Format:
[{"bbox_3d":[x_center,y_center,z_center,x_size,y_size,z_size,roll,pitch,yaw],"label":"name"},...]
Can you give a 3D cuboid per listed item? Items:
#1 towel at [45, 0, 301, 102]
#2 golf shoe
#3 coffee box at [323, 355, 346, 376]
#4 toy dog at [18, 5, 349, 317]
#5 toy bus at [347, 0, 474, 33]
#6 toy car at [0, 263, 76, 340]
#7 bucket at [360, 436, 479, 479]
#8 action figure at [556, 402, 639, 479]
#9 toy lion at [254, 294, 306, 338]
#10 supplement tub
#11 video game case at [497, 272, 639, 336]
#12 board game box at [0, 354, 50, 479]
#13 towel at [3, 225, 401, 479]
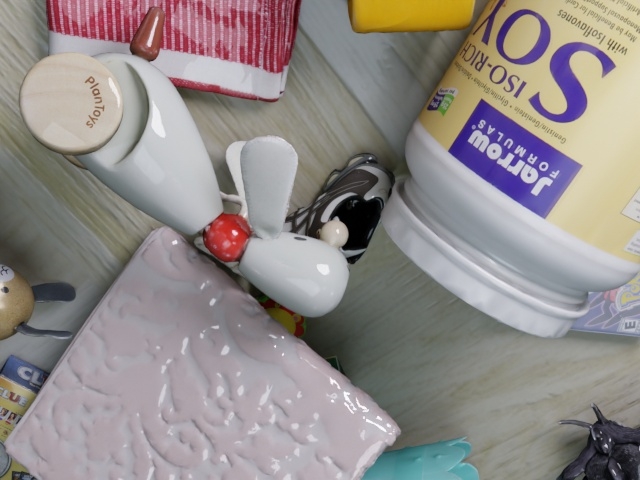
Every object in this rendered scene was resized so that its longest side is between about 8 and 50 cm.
[{"bbox_3d":[-0.123,-0.294,0.752,0.237,0.037,0.329,9,117,-5],"label":"towel"},{"bbox_3d":[0.000,0.000,0.873,0.077,0.094,0.198,31,114,-17],"label":"golf shoe"},{"bbox_3d":[-0.054,0.191,0.973,0.184,0.040,0.113,-15,145,7],"label":"coffee box"},{"bbox_3d":[-0.103,-0.083,0.773,0.333,0.220,0.161,36,85,-29],"label":"toy dog"},{"bbox_3d":[0.075,-0.339,0.680,0.108,0.130,0.333,-1,117,1],"label":"toy bus"},{"bbox_3d":[-0.340,0.046,0.863,0.188,0.155,0.149,21,115,-22],"label":"toy car"},{"bbox_3d":[0.096,0.370,0.967,0.183,0.281,0.281,-8,117,14],"label":"bucket"},{"bbox_3d":[0.397,0.298,1.012,0.164,0.141,0.276,-39,85,26],"label":"action figure"},{"bbox_3d":[-0.067,0.104,0.960,0.100,0.034,0.096,1,110,-2],"label":"toy lion"},{"bbox_3d":[0.222,-0.107,0.730,0.241,0.241,0.331,26,109,-14],"label":"supplement tub"},{"bbox_3d":[0.301,0.010,0.922,0.183,0.023,0.201,6,117,-4],"label":"video game case"},{"bbox_3d":[-0.308,0.261,1.026,0.243,0.042,0.165,33,112,-16],"label":"board game box"},{"bbox_3d":[-0.134,0.205,0.898,0.332,0.053,0.317,39,101,10],"label":"towel"}]
